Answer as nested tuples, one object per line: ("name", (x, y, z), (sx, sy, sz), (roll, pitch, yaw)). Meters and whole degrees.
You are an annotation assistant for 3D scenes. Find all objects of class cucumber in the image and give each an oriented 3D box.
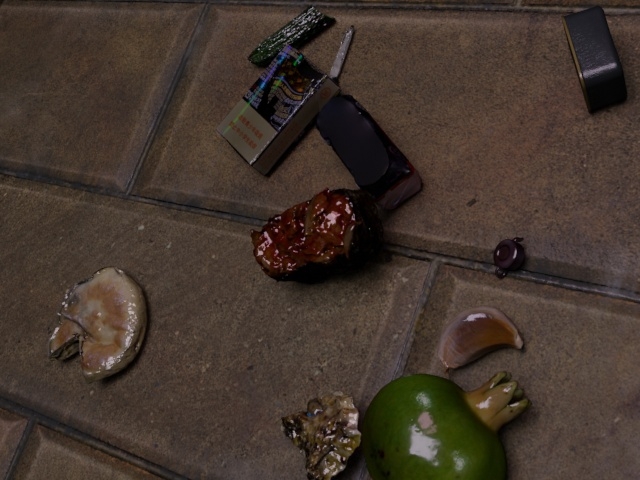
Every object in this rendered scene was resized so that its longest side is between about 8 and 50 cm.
("cucumber", (-0.086, -0.562, 2.355), (0.265, 0.077, 0.077), (-35, 56, 14))

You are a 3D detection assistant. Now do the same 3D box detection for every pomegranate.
("pomegranate", (0.240, 0.380, 1.655), (0.358, 0.216, 0.310), (-40, 57, 10))

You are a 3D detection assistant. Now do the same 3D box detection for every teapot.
("teapot", (0.408, 0.036, 1.826), (0.100, 0.045, 0.068), (-66, 30, 11))

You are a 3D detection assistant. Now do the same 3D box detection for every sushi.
("sushi", (0.000, 0.000, 1.940), (0.343, 0.182, 0.196), (-25, 82, 43))

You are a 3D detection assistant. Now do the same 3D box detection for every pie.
("pie", (-0.594, 0.223, 2.284), (0.337, 0.075, 0.337), (-13, 58, 22))

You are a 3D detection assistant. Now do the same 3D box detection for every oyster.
("oyster", (0.003, 0.412, 1.819), (0.223, 0.083, 0.214), (-57, 35, 22))

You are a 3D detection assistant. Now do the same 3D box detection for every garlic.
("garlic", (0.314, 0.215, 1.776), (0.198, 0.090, 0.128), (-34, 77, 10))

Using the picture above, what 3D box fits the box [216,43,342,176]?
("box", (-0.115, -0.347, 2.248), (0.310, 0.084, 0.198), (-49, 51, 6))

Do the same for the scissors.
("scissors", (0.036, -0.442, 2.256), (0.109, 0.022, 0.300), (13, 78, 34))

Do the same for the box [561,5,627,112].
("box", (0.599, -0.399, 1.854), (0.090, 0.144, 0.201), (-16, 60, 19))

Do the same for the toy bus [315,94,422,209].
("toy bus", (0.113, -0.212, 2.036), (0.127, 0.147, 0.303), (-42, 55, 11))
